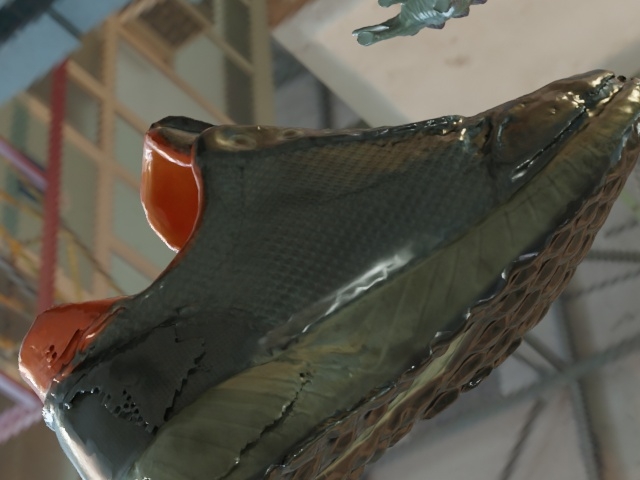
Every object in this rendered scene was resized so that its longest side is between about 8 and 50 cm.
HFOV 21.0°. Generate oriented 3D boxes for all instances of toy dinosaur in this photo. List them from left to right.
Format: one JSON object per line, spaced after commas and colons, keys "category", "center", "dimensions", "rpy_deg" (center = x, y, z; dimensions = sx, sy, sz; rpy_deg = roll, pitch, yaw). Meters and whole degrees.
{"category": "toy dinosaur", "center": [0.105, -0.195, 1.343], "dimensions": [0.209, 0.082, 0.039], "rpy_deg": [-18, -92, 45]}

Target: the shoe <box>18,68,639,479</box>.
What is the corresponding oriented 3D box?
{"category": "shoe", "center": [0.000, 0.000, 0.769], "dimensions": [0.171, 0.132, 0.336], "rpy_deg": [42, -122, 18]}
